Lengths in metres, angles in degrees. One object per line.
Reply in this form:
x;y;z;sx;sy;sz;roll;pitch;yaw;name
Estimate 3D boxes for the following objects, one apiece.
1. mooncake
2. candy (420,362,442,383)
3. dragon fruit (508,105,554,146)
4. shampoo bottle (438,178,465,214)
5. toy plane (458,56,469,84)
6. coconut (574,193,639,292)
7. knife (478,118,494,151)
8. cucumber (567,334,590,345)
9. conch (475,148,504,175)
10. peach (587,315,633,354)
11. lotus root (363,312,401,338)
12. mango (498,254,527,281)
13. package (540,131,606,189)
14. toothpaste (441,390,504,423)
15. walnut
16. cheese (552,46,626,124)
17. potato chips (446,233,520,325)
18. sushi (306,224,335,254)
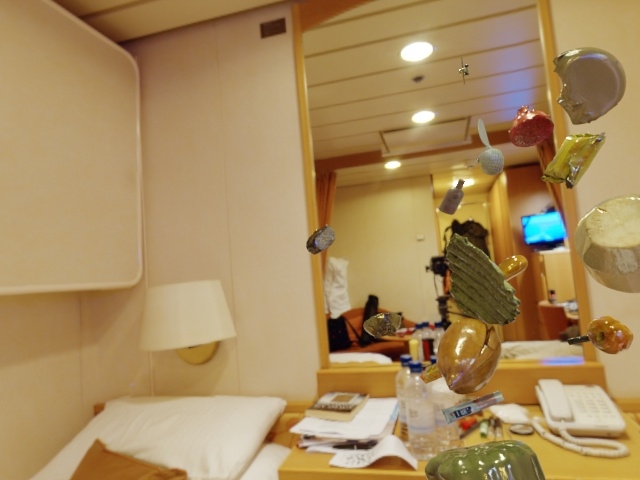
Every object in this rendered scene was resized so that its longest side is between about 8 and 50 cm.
0.492;0.706;1.286;0.352;0.187;0.351;-8;-27;-4;mooncake
0.435;0.488;1.619;0.062;0.038;0.122;-34;-7;-46;candy
0.749;-0.420;1.556;0.153;0.110;0.153;2;-32;1;dragon fruit
0.596;-0.195;1.934;0.080;0.165;0.040;18;28;-6;shampoo bottle
0.555;-0.657;1.680;0.041;0.102;0.111;-1;15;23;toy plane
0.990;0.015;1.381;0.324;0.322;0.323;-5;-5;0;coconut
0.734;-0.431;1.920;0.080;0.330;0.044;18;-38;-32;knife
1.198;0.448;1.971;0.032;0.032;0.133;1;-23;-47;cucumber
0.496;-0.224;1.251;0.086;0.056;0.076;3;-47;-30;conch
1.045;0.343;1.567;0.138;0.137;0.138;-5;-5;0;peach
0.321;0.442;2.191;0.183;0.077;0.204;-36;-41;24;lotus root
0.902;0.137;2.069;0.178;0.090;0.115;-39;-2;2;mango
0.919;-0.296;1.578;0.090;0.226;0.168;26;10;-18;package
0.520;0.565;1.476;0.206;0.056;0.036;-24;2;7;toothpaste
0.496;0.402;1.478;0.209;0.208;0.336;-9;18;41;walnut
0.730;-0.440;1.197;0.175;0.202;0.091;-39;10;17;cheese
0.593;0.162;1.637;0.070;0.358;0.429;-21;28;-10;potato chips
0.000;0.000;1.914;0.078;0.090;0.150;-19;22;42;sushi
